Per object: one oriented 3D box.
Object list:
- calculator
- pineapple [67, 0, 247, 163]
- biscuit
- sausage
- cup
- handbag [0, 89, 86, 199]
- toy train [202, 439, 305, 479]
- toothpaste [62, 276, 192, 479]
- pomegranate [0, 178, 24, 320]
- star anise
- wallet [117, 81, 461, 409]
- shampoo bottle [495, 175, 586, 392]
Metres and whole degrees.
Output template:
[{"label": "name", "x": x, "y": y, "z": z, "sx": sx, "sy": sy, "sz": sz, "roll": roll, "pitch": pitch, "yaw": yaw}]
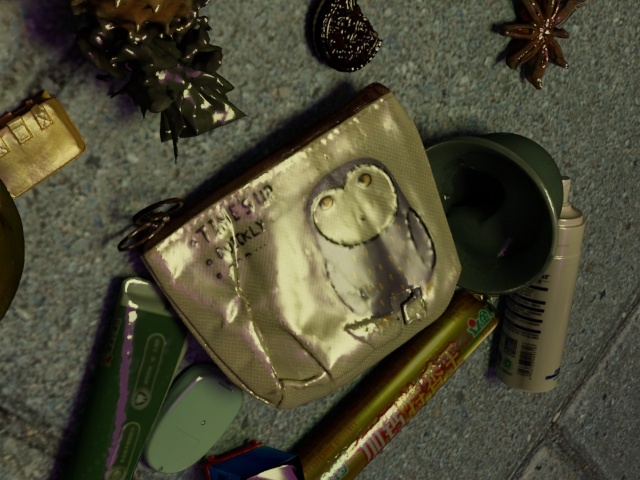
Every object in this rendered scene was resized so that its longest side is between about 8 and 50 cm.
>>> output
[{"label": "calculator", "x": -0.133, "y": 0.186, "z": 0.949, "sx": 0.153, "sy": 0.021, "sz": 0.095, "roll": -51, "pitch": 133, "yaw": -5}, {"label": "pineapple", "x": -0.140, "y": -0.193, "z": 0.680, "sx": 0.169, "sy": 0.169, "sz": 0.340, "roll": -40, "pitch": 153, "yaw": -19}, {"label": "biscuit", "x": 0.027, "y": -0.216, "z": 0.900, "sx": 0.089, "sy": 0.027, "sz": 0.087, "roll": -18, "pitch": 120, "yaw": -32}, {"label": "sausage", "x": 0.107, "y": 0.186, "z": 1.111, "sx": 0.371, "sy": 0.082, "sz": 0.082, "roll": -42, "pitch": 130, "yaw": -18}, {"label": "cup", "x": 0.214, "y": -0.056, "z": 1.044, "sx": 0.150, "sy": 0.199, "sz": 0.199, "roll": -38, "pitch": 131, "yaw": -44}, {"label": "handbag", "x": -0.246, "y": -0.079, "z": 0.735, "sx": 0.083, "sy": 0.027, "sz": 0.061, "roll": -38, "pitch": 130, "yaw": -19}, {"label": "toy train", "x": -0.067, "y": 0.335, "z": 0.980, "sx": 0.082, "sy": 0.131, "sz": 0.204, "roll": -14, "pitch": 96, "yaw": -35}, {"label": "toothpaste", "x": -0.219, "y": 0.226, "z": 0.873, "sx": 0.098, "sy": 0.061, "sz": 0.392, "roll": 18, "pitch": 93, "yaw": -43}, {"label": "pomegranate", "x": -0.323, "y": 0.014, "z": 0.636, "sx": 0.209, "sy": 0.180, "sz": 0.180, "roll": -29, "pitch": 135, "yaw": 19}, {"label": "star anise", "x": 0.265, "y": -0.257, "z": 1.068, "sx": 0.141, "sy": 0.042, "sz": 0.141, "roll": -20, "pitch": 124, "yaw": -33}, {"label": "wallet", "x": -0.005, "y": 0.015, "z": 0.890, "sx": 0.335, "sy": 0.068, "sz": 0.275, "roll": -34, "pitch": 109, "yaw": -17}, {"label": "shampoo bottle", "x": 0.307, "y": 0.057, "z": 1.210, "sx": 0.092, "sy": 0.092, "sz": 0.303, "roll": -11, "pitch": 115, "yaw": -36}]
